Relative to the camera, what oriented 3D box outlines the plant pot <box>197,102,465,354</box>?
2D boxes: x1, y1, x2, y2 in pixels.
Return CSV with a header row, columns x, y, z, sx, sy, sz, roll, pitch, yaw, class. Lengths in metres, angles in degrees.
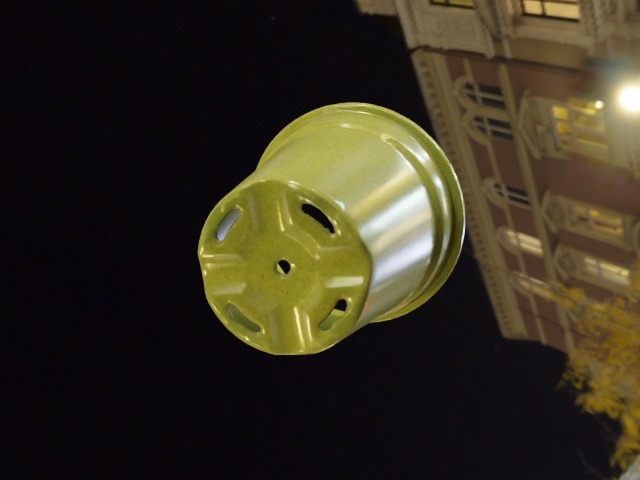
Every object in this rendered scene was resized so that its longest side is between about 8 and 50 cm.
x,y,z,sx,sy,sz,roll,pitch,yaw,class
0.000,0.000,0.903,0.254,0.276,0.276,-37,-44,-65,plant pot
